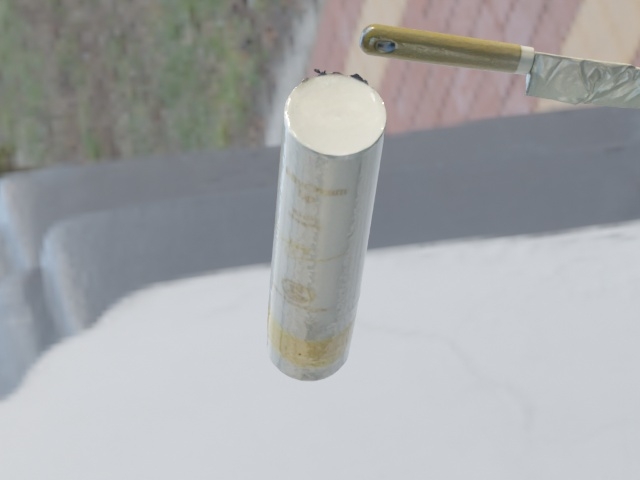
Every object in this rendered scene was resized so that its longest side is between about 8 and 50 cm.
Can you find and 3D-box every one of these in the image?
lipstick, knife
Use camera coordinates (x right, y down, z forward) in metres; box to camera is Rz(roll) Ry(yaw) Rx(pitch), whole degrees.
[{"bbox_3d":[0.000,0.000,1.047,0.264,0.059,0.059,96,159,-58],"label":"lipstick"},{"bbox_3d":[0.173,-0.130,1.364,0.017,0.298,0.047,-104,23,-57],"label":"knife"}]
